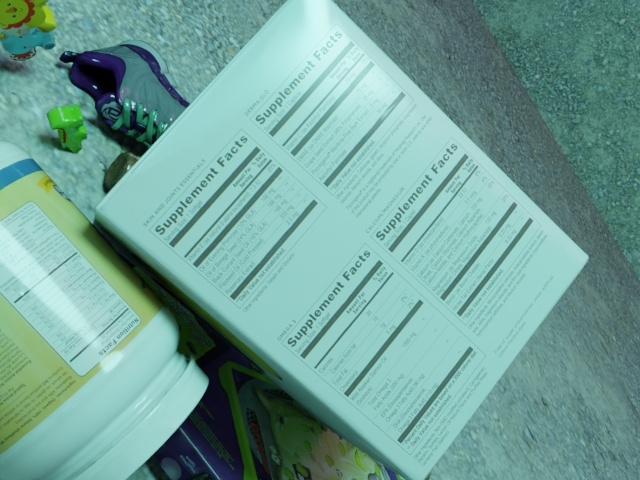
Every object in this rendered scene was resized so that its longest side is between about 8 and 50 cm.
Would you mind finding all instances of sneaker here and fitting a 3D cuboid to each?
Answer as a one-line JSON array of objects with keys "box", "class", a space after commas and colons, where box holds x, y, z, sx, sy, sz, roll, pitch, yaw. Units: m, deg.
[{"box": [-0.163, -0.105, 0.779, 0.223, 0.083, 0.098, 47, 36, 17], "class": "sneaker"}]

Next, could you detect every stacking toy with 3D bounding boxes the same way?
[{"box": [-0.251, -0.191, 0.654, 0.221, 0.052, 0.167, 105, -37, -66], "class": "stacking toy"}]

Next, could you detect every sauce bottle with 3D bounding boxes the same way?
[{"box": [-0.144, -0.037, 0.763, 0.128, 0.042, 0.042, 37, 32, -37], "class": "sauce bottle"}]

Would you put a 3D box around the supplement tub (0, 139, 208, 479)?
[{"box": [-0.180, 0.054, 0.492, 0.199, 0.144, 0.144, 50, 28, -9], "class": "supplement tub"}]

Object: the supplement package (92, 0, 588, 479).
[{"box": [0.000, 0.000, 0.584, 0.263, 0.198, 0.199, 42, -13, -11], "class": "supplement package"}]

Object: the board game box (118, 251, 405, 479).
[{"box": [-0.052, 0.144, 0.662, 0.346, 0.056, 0.208, 51, 31, 6], "class": "board game box"}]

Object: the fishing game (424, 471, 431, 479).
[{"box": [0.153, 0.356, 0.784, 0.264, 0.041, 0.189, 55, 19, 14], "class": "fishing game"}]
